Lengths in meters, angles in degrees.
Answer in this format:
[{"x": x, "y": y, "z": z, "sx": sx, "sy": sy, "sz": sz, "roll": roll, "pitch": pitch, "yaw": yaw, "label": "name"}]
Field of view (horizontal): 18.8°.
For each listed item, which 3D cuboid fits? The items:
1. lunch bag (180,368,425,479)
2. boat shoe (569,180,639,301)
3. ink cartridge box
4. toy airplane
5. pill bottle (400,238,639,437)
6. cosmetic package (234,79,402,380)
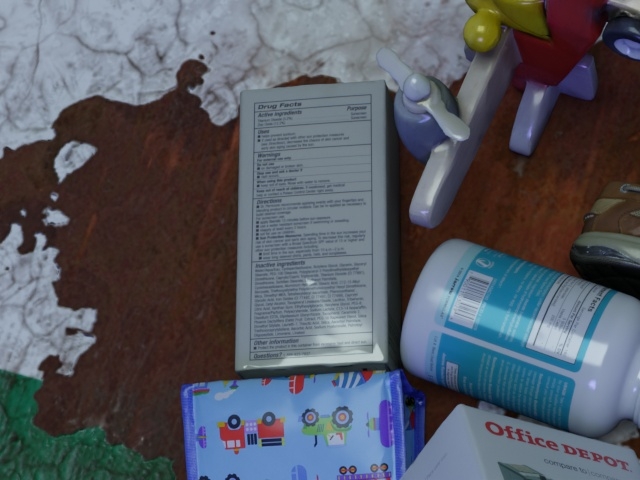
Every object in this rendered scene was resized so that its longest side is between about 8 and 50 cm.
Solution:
[{"x": -0.012, "y": 0.285, "z": 1.880, "sx": 0.221, "sy": 0.138, "sz": 0.293, "roll": -5, "pitch": 74, "yaw": 12, "label": "lunch bag"}, {"x": 0.412, "y": 0.008, "z": 1.900, "sx": 0.324, "sy": 0.122, "sz": 0.120, "roll": 13, "pitch": 69, "yaw": 15, "label": "boat shoe"}, {"x": 0.208, "y": 0.301, "z": 1.713, "sx": 0.121, "sy": 0.211, "sz": 0.289, "roll": -57, "pitch": 30, "yaw": 30, "label": "ink cartridge box"}, {"x": 0.189, "y": -0.244, "z": 1.910, "sx": 0.272, "sy": 0.384, "sz": 0.386, "roll": 25, "pitch": 31, "yaw": -3, "label": "toy airplane"}, {"x": 0.221, "y": 0.103, "z": 1.887, "sx": 0.264, "sy": 0.146, "sz": 0.146, "roll": 20, "pitch": 74, "yaw": 18, "label": "pill bottle"}, {"x": 0.000, "y": 0.000, "z": 1.993, "sx": 0.160, "sy": 0.113, "sz": 0.309, "roll": -3, "pitch": 68, "yaw": 11, "label": "cosmetic package"}]
